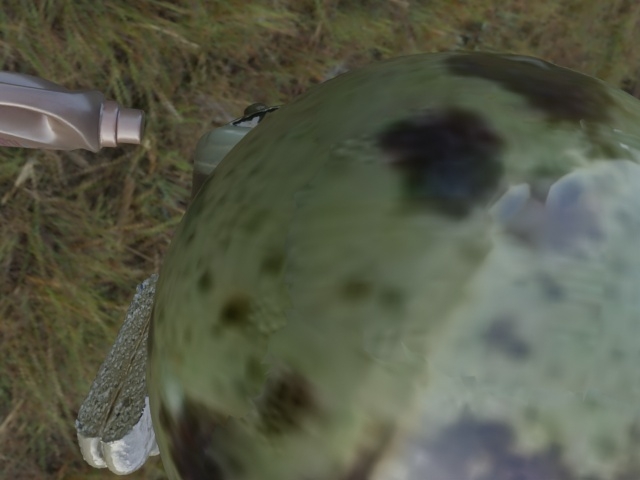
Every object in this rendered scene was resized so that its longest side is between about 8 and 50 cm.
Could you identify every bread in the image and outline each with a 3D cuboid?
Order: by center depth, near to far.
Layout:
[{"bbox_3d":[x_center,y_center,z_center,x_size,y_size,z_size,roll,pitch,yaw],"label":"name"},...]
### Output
[{"bbox_3d":[-0.267,0.219,1.510,0.183,0.102,0.337,81,20,-47],"label":"bread"}]

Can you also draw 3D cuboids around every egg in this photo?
[{"bbox_3d":[0.071,0.069,0.581,0.345,0.345,0.428,-61,-178,-9],"label":"egg"}]

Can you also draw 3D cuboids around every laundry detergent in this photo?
[{"bbox_3d":[-0.314,-0.139,1.037,0.171,0.237,0.076,150,-54,-84],"label":"laundry detergent"}]

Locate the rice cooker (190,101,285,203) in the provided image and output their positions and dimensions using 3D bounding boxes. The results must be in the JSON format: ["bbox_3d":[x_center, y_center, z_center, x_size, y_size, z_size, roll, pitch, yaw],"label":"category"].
[{"bbox_3d":[0.000,0.000,1.148,0.335,0.335,0.325,-3,102,-61],"label":"rice cooker"}]
